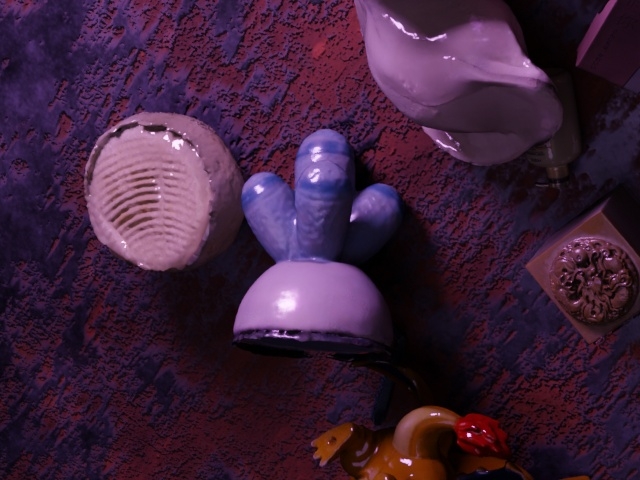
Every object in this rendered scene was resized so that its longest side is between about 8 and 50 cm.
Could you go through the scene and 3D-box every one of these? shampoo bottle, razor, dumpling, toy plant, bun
[{"bbox_3d":[0.311,-0.147,1.961,0.079,0.079,0.162,-4,109,27],"label":"shampoo bottle"},{"bbox_3d":[0.106,0.206,2.238,0.066,0.033,0.190,-124,38,-52],"label":"razor"},{"bbox_3d":[0.173,-0.220,1.929,0.341,0.181,0.260,14,145,18],"label":"dumpling"},{"bbox_3d":[0.000,0.000,2.072,0.247,0.247,0.332,-3,76,26],"label":"toy plant"},{"bbox_3d":[-0.222,-0.078,2.203,0.259,0.152,0.259,5,101,28],"label":"bun"}]

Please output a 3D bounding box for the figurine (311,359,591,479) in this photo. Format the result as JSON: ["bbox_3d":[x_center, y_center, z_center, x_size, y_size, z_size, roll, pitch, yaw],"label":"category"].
[{"bbox_3d":[0.197,0.374,2.074,0.401,0.387,0.268,21,78,50],"label":"figurine"}]

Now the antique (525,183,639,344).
[{"bbox_3d":[0.386,0.037,1.965,0.147,0.148,0.152,-41,88,31],"label":"antique"}]

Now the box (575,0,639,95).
[{"bbox_3d":[0.451,-0.262,1.776,0.215,0.086,0.215,24,144,1],"label":"box"}]
